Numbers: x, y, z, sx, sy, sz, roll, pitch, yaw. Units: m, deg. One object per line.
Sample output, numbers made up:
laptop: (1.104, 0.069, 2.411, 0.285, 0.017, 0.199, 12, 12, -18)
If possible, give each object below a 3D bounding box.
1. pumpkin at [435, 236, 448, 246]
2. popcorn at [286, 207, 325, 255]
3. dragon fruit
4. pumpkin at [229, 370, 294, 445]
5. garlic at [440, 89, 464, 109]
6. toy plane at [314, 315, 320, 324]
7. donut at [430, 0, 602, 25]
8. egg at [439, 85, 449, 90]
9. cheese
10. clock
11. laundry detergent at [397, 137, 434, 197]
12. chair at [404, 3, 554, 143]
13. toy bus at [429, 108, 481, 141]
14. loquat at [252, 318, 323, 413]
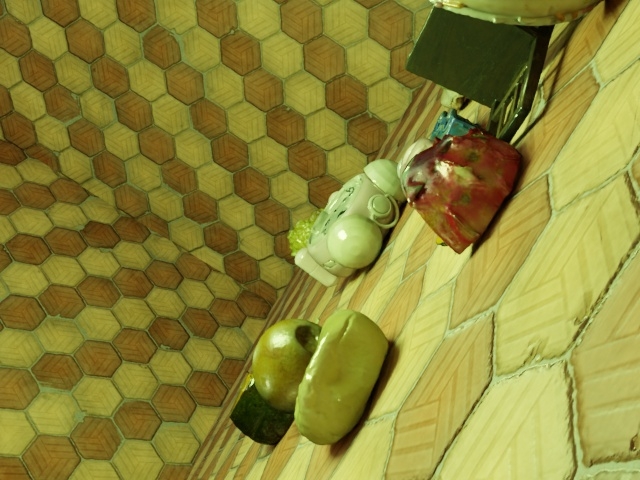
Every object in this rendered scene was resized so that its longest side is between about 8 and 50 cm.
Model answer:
pumpkin: (0.227, -0.016, 1.157, 0.083, 0.028, 0.050, -45, 14, 31)
popcorn: (0.000, 0.000, 2.635, 0.251, 0.205, 0.237, -37, -30, -48)
dragon fruit: (0.224, -0.123, 1.125, 0.161, 0.126, 0.274, -42, 18, 28)
pumpkin: (-0.122, 0.365, 1.744, 0.190, 0.139, 0.280, -61, 6, 21)
garlic: (0.395, -0.455, 1.885, 0.217, 0.110, 0.228, -54, 4, 7)
toy plane: (-0.070, 0.310, 1.871, 0.229, 0.092, 0.244, -55, 5, 10)
donut: (0.332, -0.508, 1.211, 0.143, 0.382, 0.383, 92, -161, -44)
egg: (0.361, -0.483, 1.686, 0.269, 0.219, 0.219, -60, 4, 3)
cheese: (0.027, 0.227, 1.188, 0.226, 0.117, 0.214, -63, -1, -8)
clock: (0.097, -0.047, 1.973, 0.326, 0.184, 0.342, -42, 21, 60)
laundry detergent: (0.229, -0.160, 1.649, 0.335, 0.087, 0.159, -79, -4, -81)
chair: (0.287, -0.353, 1.336, 0.416, 0.240, 0.203, -61, -1, -39)
toy bus: (0.298, -0.239, 1.606, 0.094, 0.079, 0.236, -60, 4, 7)
loquat: (-0.058, 0.266, 1.498, 0.179, 0.179, 0.227, -62, -3, -45)
